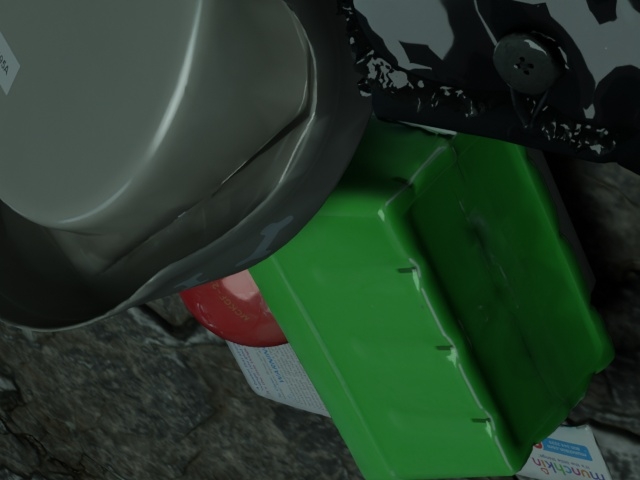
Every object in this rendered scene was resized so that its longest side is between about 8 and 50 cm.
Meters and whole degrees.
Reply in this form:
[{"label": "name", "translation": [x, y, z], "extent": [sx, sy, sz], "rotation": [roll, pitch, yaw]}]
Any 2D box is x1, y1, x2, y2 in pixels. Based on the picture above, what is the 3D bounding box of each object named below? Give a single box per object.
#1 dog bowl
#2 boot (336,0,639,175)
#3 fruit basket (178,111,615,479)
[{"label": "dog bowl", "translation": [-0.101, -0.131, 0.658], "extent": [0.348, 0.102, 0.349], "rotation": [2, 93, 48]}, {"label": "boot", "translation": [0.103, -0.106, 0.455], "extent": [0.207, 0.094, 0.246], "rotation": [22, 146, 18]}, {"label": "fruit basket", "translation": [0.000, 0.000, 0.830], "extent": [0.353, 0.165, 0.327], "rotation": [14, 139, 55]}]
